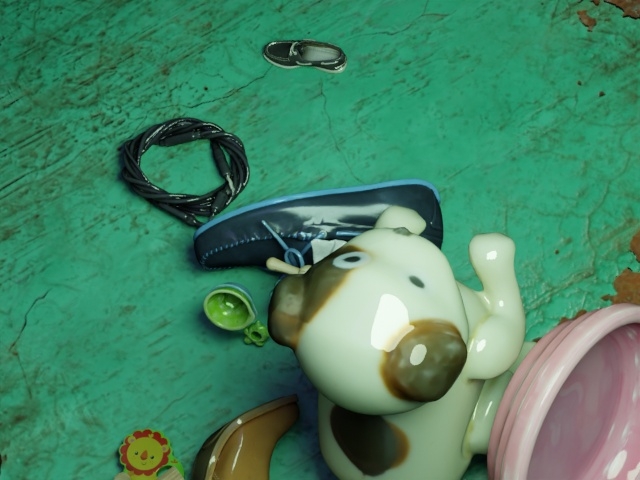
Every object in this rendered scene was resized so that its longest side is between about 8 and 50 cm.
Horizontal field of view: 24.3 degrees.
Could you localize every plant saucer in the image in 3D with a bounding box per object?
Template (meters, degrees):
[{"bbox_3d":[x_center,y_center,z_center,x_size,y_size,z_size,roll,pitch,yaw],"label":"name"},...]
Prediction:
[{"bbox_3d":[0.311,0.226,1.809,0.084,0.332,0.332,24,72,39],"label":"plant saucer"}]

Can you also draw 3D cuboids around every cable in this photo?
[{"bbox_3d":[-0.195,-0.110,2.111,0.184,0.047,0.151,29,75,15],"label":"cable"}]

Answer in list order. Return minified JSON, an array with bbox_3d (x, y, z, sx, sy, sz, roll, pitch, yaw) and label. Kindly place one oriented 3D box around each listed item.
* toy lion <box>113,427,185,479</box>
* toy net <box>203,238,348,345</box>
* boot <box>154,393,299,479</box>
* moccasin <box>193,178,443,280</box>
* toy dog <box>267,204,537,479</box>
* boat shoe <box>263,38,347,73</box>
[{"bbox_3d":[-0.224,0.300,1.975,0.100,0.034,0.096,19,65,12],"label":"toy lion"},{"bbox_3d":[-0.037,0.075,1.950,0.232,0.122,0.045,-23,23,29],"label":"toy net"},{"bbox_3d":[-0.082,0.344,1.902,0.283,0.109,0.220,-36,87,-38],"label":"boot"},{"bbox_3d":[0.000,0.000,2.005,0.341,0.138,0.117,-12,73,2],"label":"moccasin"},{"bbox_3d":[0.076,0.137,1.764,0.284,0.408,0.395,31,73,25],"label":"toy dog"},{"bbox_3d":[-0.023,-0.271,2.157,0.125,0.038,0.046,14,72,10],"label":"boat shoe"}]
